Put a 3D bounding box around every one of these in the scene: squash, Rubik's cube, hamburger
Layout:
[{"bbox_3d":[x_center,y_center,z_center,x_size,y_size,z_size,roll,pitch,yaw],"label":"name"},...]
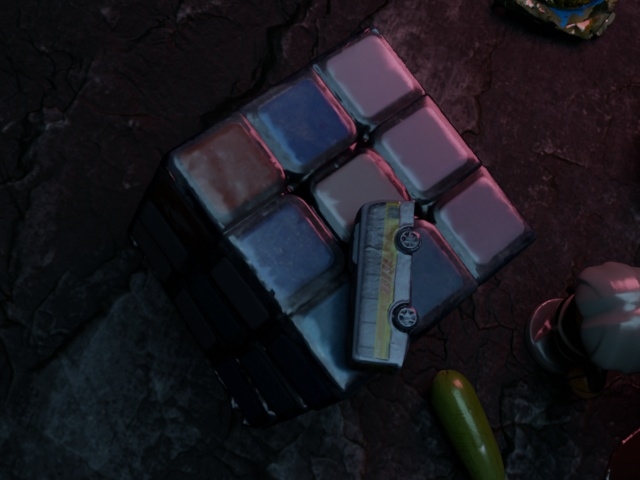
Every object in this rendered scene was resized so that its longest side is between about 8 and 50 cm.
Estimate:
[{"bbox_3d":[0.212,0.279,1.456,0.066,0.066,0.201,-20,83,-20],"label":"squash"},{"bbox_3d":[0.000,0.000,1.322,0.363,0.359,0.362,-32,83,-22],"label":"Rubik's cube"},{"bbox_3d":[0.425,-0.481,1.702,0.260,0.150,0.276,2,74,-14],"label":"hamburger"}]

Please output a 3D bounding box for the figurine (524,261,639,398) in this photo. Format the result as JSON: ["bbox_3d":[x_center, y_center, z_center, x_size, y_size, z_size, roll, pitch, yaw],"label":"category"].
[{"bbox_3d":[0.397,0.129,1.459,0.133,0.236,0.176,-3,73,-17],"label":"figurine"}]

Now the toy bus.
[{"bbox_3d":[0.067,0.049,1.112,0.075,0.064,0.190,4,72,-4],"label":"toy bus"}]

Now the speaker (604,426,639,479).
[{"bbox_3d":[0.596,0.359,1.410,0.259,0.329,0.198,34,67,-11],"label":"speaker"}]
